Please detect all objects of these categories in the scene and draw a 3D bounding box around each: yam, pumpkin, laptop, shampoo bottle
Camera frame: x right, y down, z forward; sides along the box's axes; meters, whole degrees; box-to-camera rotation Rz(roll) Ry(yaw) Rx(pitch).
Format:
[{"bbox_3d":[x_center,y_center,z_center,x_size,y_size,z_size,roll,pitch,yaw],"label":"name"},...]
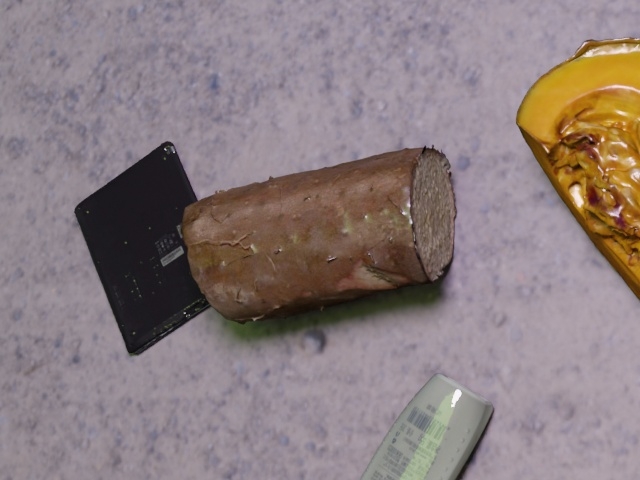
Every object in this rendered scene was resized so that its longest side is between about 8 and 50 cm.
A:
[{"bbox_3d":[0.000,-0.002,1.400,0.238,0.129,0.128,-12,68,24],"label":"yam"},{"bbox_3d":[0.291,-0.038,1.280,0.163,0.111,0.278,-33,59,-2],"label":"pumpkin"},{"bbox_3d":[-0.164,0.005,1.557,0.129,0.016,0.180,-34,60,15],"label":"laptop"},{"bbox_3d":[0.065,0.213,1.346,0.072,0.049,0.212,32,91,29],"label":"shampoo bottle"}]
